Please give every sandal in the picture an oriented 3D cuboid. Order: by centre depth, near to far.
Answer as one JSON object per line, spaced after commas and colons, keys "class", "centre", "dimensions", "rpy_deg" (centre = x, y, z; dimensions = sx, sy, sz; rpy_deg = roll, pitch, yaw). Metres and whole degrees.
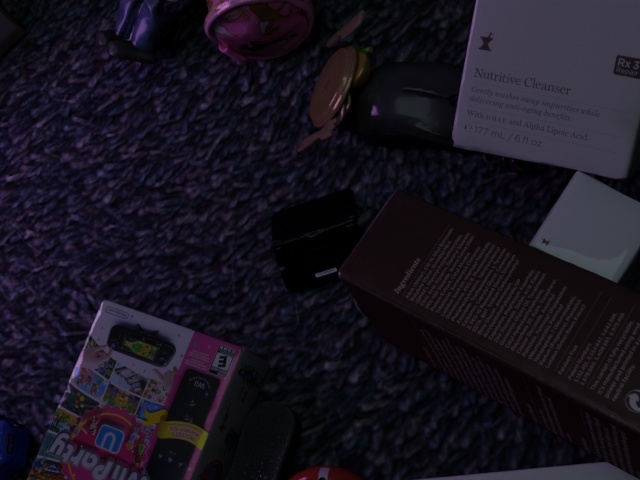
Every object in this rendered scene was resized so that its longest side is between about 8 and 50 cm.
{"class": "sandal", "centre": [-0.088, 0.329, 1.218], "dimensions": [0.097, 0.054, 0.254], "rpy_deg": [16, 66, 28]}

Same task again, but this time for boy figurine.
{"class": "boy figurine", "centre": [-0.245, -0.404, 1.421], "dimensions": [0.177, 0.092, 0.285], "rpy_deg": [47, 125, 44]}

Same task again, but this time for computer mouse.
{"class": "computer mouse", "centre": [0.160, -0.191, 1.305], "dimensions": [0.272, 0.072, 0.188], "rpy_deg": [4, 74, 19]}

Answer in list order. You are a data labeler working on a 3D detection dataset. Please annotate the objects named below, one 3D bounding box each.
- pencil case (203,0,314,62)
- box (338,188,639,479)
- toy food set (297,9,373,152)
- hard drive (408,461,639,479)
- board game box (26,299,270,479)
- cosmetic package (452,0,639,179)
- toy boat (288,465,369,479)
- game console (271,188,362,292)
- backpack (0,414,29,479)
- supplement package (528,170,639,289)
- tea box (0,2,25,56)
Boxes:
{"class": "pencil case", "centre": [-0.107, -0.459, 1.437], "dimensions": [0.160, 0.167, 0.386], "rpy_deg": [-4, 68, -12]}
{"class": "box", "centre": [0.225, 0.103, 1.089], "dimensions": [0.381, 0.191, 0.143], "rpy_deg": [25, 73, 30]}
{"class": "toy food set", "centre": [0.028, -0.210, 1.344], "dimensions": [0.039, 0.132, 0.192], "rpy_deg": [21, 72, -20]}
{"class": "hard drive", "centre": [0.233, 0.369, 1.058], "dimensions": [0.353, 0.047, 0.233], "rpy_deg": [-6, 70, 1]}
{"class": "board game box", "centre": [-0.231, 0.257, 1.265], "dimensions": [0.224, 0.097, 0.303], "rpy_deg": [16, 78, 22]}
{"class": "cosmetic package", "centre": [0.298, -0.283, 1.098], "dimensions": [0.217, 0.156, 0.385], "rpy_deg": [14, 111, 24]}
{"class": "toy boat", "centre": [0.002, 0.376, 1.117], "dimensions": [0.151, 0.151, 0.231], "rpy_deg": [-3, 71, 17]}
{"class": "game console", "centre": [0.000, 0.000, 1.324], "dimensions": [0.122, 0.071, 0.107], "rpy_deg": [-18, 97, 12]}
{"class": "backpack", "centre": [-0.461, 0.274, 1.317], "dimensions": [0.101, 0.120, 0.098], "rpy_deg": [-11, 68, 14]}
{"class": "supplement package", "centre": [0.313, 0.017, 1.122], "dimensions": [0.105, 0.179, 0.105], "rpy_deg": [32, 81, 22]}
{"class": "tea box", "centre": [-0.726, -0.364, 1.567], "dimensions": [0.329, 0.220, 0.323], "rpy_deg": [-43, 64, 0]}
